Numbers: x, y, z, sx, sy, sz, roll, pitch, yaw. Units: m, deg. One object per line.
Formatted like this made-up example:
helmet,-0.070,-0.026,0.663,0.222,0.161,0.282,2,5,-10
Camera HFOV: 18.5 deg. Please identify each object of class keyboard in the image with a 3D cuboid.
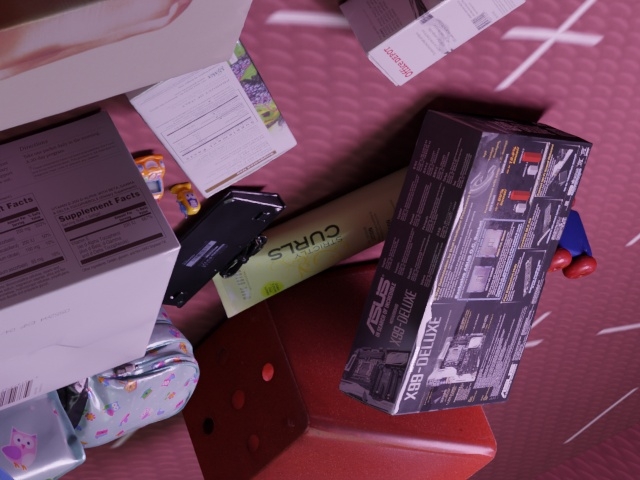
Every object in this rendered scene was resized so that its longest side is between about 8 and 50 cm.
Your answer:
keyboard,-0.109,0.008,1.947,0.108,0.023,0.180,11,138,-44

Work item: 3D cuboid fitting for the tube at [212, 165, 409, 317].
tube,0.000,0.000,2.029,0.240,0.070,0.062,-24,-179,-7

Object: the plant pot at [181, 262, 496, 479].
plant pot,-0.007,0.187,2.219,0.236,0.267,0.267,10,138,-43

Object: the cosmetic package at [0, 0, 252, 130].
cosmetic package,-0.202,-0.163,1.221,0.296,0.153,0.129,-21,160,-26

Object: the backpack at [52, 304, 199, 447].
backpack,-0.216,0.136,1.983,0.182,0.115,0.152,-17,154,-39

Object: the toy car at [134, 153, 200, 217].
toy car,-0.134,-0.047,1.759,0.060,0.040,0.122,-41,157,29

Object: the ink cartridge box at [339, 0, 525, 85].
ink cartridge box,0.096,-0.202,1.674,0.135,0.056,0.099,-33,160,9

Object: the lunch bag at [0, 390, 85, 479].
lunch bag,-0.393,0.224,1.898,0.223,0.160,0.262,-16,168,-44

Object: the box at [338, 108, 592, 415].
box,0.154,0.025,2.042,0.242,0.076,0.307,0,110,-56

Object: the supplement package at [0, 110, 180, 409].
supplement package,-0.276,0.037,1.613,0.262,0.145,0.204,-19,157,-24

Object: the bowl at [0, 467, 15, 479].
bowl,-0.404,0.236,1.633,0.391,0.391,0.077,118,-4,-56

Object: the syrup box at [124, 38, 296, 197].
syrup box,-0.099,-0.126,1.535,0.096,0.093,0.237,-31,160,2

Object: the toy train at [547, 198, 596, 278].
toy train,0.214,0.002,2.293,0.143,0.105,0.248,-23,164,24
